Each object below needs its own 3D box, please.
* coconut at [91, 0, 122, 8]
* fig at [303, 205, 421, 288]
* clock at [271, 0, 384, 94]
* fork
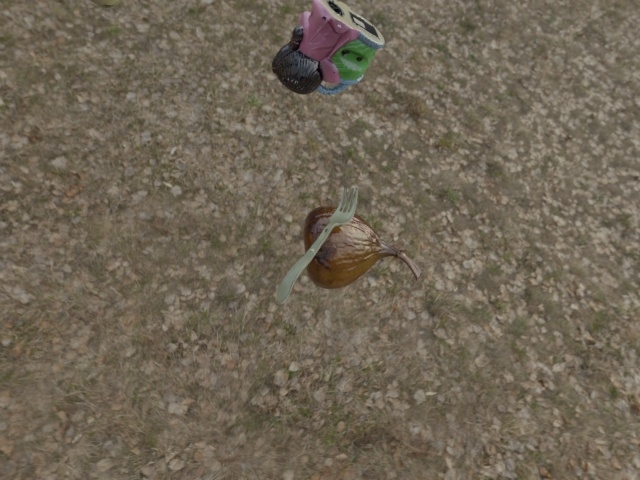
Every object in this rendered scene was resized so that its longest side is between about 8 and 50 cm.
[{"bbox_3d":[-0.433,-0.528,0.822,0.116,0.116,0.122,-2,106,-13],"label":"coconut"},{"bbox_3d":[0.068,0.010,0.705,0.201,0.146,0.134,-1,51,13],"label":"fig"},{"bbox_3d":[0.012,-0.393,0.887,0.194,0.195,0.100,13,50,-37],"label":"clock"},{"bbox_3d":[0.001,0.004,0.596,0.034,0.028,0.219,14,54,28],"label":"fork"}]
